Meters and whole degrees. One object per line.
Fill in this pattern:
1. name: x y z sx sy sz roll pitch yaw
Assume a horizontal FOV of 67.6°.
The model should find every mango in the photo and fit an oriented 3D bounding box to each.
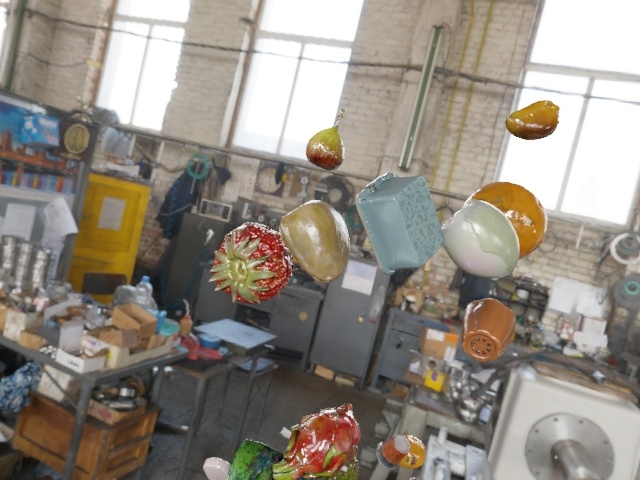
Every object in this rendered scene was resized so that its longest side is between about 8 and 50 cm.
1. mango: 0.432 -0.242 0.978 0.127 0.077 0.063 -15 3 -15

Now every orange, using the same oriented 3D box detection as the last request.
1. orange: 0.454 1.088 2.459 0.177 0.155 0.177 8 6 -1
2. orange: 0.684 -0.069 1.787 0.312 0.312 0.312 14 3 -1

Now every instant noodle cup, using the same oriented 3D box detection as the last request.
1. instant noodle cup: 0.345 0.970 2.213 0.127 0.136 0.127 21 37 -17

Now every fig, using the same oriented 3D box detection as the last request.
1. fig: 0.021 -0.381 1.814 0.143 0.231 0.160 0 -1 37

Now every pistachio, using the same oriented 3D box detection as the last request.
1. pistachio: 0.000 0.000 1.491 0.212 0.261 0.163 -26 -8 -19

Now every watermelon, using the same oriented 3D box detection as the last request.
1. watermelon: -0.139 0.801 1.392 0.292 0.319 0.222 12 27 25

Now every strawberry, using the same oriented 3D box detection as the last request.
1. strawberry: -0.194 0.073 1.641 0.292 0.292 0.343 15 15 25

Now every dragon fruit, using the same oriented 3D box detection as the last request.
1. dragon fruit: -0.012 0.581 1.377 0.269 0.198 0.200 -23 18 11

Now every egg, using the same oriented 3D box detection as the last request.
1. egg: 0.432 0.007 1.272 0.217 0.183 0.183 46 7 6

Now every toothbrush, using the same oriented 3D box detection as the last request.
1. toothbrush: -0.027 0.680 1.556 0.286 0.025 0.020 13 -42 40

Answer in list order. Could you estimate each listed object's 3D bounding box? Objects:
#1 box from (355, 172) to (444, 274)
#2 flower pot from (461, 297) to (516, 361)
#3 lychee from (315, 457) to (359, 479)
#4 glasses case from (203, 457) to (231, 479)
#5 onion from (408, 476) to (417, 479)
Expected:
1. box: 0.191 -0.042 1.142 0.130 0.227 0.162 -2 27 46
2. flower pot: 0.579 0.325 1.671 0.190 0.191 0.173 15 29 21
3. lychee: 0.018 0.875 1.838 0.320 0.270 0.270 -13 20 -39
4. glasses case: -0.396 1.006 2.006 0.113 0.297 0.075 -3 38 19
5. onion: 0.202 0.831 1.395 0.146 0.280 0.314 9 -31 24
